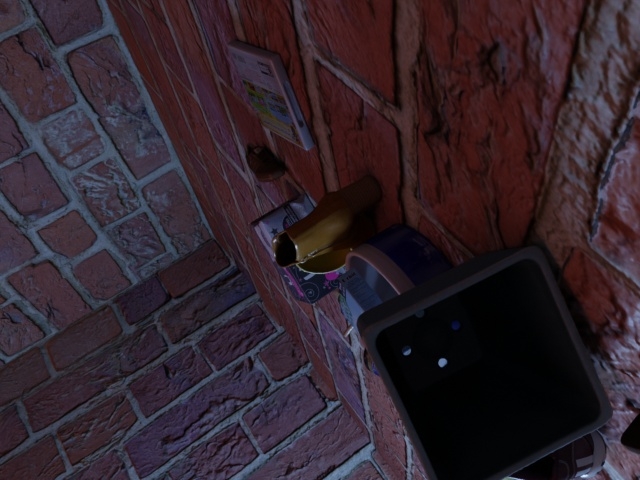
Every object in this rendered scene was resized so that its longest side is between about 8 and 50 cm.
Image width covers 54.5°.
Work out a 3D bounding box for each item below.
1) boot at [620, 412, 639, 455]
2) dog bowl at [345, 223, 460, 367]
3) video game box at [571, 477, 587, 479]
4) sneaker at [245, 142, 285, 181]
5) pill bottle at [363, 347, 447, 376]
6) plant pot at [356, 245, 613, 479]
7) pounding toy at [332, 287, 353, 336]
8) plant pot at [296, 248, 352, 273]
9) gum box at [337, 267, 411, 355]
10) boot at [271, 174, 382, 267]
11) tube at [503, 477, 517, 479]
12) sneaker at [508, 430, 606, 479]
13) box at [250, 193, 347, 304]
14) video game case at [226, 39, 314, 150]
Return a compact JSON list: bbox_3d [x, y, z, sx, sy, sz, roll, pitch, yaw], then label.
[{"bbox_3d":[0.395,0.188,0.565,0.115,0.112,0.305,44,162,7],"label":"boot"},{"bbox_3d":[0.163,0.105,1.136,0.265,0.104,0.265,52,166,19],"label":"dog bowl"},{"bbox_3d":[0.368,0.349,1.104,0.205,0.048,0.187,50,167,25],"label":"video game box"},{"bbox_3d":[-0.154,-0.204,1.603,0.188,0.066,0.071,32,151,58],"label":"sneaker"},{"bbox_3d":[0.203,0.255,1.255,0.219,0.123,0.122,24,147,43],"label":"pill bottle"},{"bbox_3d":[0.194,0.161,0.876,0.247,0.248,0.252,65,175,-5],"label":"plant pot"},{"bbox_3d":[0.092,0.125,1.339,0.100,0.141,0.130,56,166,5],"label":"pounding toy"},{"bbox_3d":[0.000,0.000,1.446,0.134,0.134,0.095,75,-177,-51],"label":"plant pot"},{"bbox_3d":[0.103,0.160,1.155,0.184,0.041,0.157,51,165,26],"label":"gum box"},{"bbox_3d":[0.003,-0.010,1.201,0.104,0.211,0.295,54,166,15],"label":"boot"},{"bbox_3d":[0.312,0.379,1.157,0.062,0.070,0.240,-79,-33,-59],"label":"tube"},{"bbox_3d":[0.276,0.264,0.949,0.281,0.163,0.106,32,117,46],"label":"sneaker"},{"bbox_3d":[-0.052,0.024,1.600,0.247,0.142,0.163,58,166,-7],"label":"box"},{"bbox_3d":[-0.107,-0.308,1.304,0.227,0.026,0.206,37,156,51],"label":"video game case"}]
